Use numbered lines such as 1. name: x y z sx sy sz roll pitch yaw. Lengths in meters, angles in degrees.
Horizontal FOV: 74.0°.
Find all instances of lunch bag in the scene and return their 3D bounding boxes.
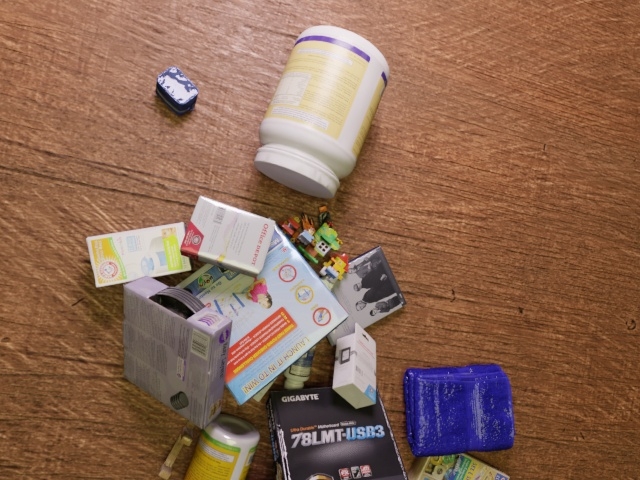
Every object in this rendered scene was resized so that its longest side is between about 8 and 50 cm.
1. lunch bag: -0.339 -0.349 1.009 0.098 0.065 0.067 47 64 -8

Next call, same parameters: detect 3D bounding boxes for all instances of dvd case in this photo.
1. dvd case: 0.093 0.146 1.132 0.238 0.029 0.179 -26 96 -12

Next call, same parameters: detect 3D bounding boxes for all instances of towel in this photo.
1. towel: 0.382 0.458 1.154 0.308 0.076 0.228 2 72 -15

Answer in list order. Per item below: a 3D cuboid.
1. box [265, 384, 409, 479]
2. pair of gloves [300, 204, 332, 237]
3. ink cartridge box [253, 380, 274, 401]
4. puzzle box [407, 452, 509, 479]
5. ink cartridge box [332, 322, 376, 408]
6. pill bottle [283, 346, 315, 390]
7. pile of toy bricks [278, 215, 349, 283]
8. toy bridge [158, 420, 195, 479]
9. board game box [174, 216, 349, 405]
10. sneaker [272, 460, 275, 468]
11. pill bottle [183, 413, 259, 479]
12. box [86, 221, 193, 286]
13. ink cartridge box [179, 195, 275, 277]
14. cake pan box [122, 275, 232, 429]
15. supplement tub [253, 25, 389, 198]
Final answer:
1. box: 0.038 0.489 0.985 0.295 0.073 0.293 6 44 -23
2. pair of gloves: -0.010 -0.048 1.116 0.083 0.010 0.074 -21 100 -14
3. ink cartridge box: -0.137 0.319 1.043 0.052 0.088 0.122 39 80 -11
4. puzzle box: 0.326 0.783 1.177 0.272 0.052 0.409 30 83 -13
5. ink cartridge box: 0.089 0.312 1.072 0.060 0.180 0.104 -27 121 26
6. pill bottle: -0.056 0.315 1.075 0.067 0.067 0.120 14 87 -13
7. pile of toy bricks: 0.000 0.000 1.064 0.212 0.118 0.105 42 73 1
8. toy bridge: -0.319 0.463 1.011 0.026 0.063 0.188 33 81 -12
9. board game box: -0.145 0.157 0.992 0.308 0.086 0.302 -37 77 -11
10. sneaker: 0.036 0.530 1.092 0.318 0.112 0.131 7 71 -16
11. pill bottle: -0.246 0.552 0.991 0.136 0.136 0.246 21 85 -13
12. box: -0.404 0.031 0.971 0.203 0.103 0.114 -10 92 -14
13. ink cartridge box: -0.202 -0.004 0.936 0.175 0.072 0.128 19 72 -12
14. cake pan box: -0.311 0.230 0.899 0.245 0.070 0.267 20 115 20
15. supplement tub: -0.001 -0.291 1.002 0.240 0.241 0.332 23 84 -13
